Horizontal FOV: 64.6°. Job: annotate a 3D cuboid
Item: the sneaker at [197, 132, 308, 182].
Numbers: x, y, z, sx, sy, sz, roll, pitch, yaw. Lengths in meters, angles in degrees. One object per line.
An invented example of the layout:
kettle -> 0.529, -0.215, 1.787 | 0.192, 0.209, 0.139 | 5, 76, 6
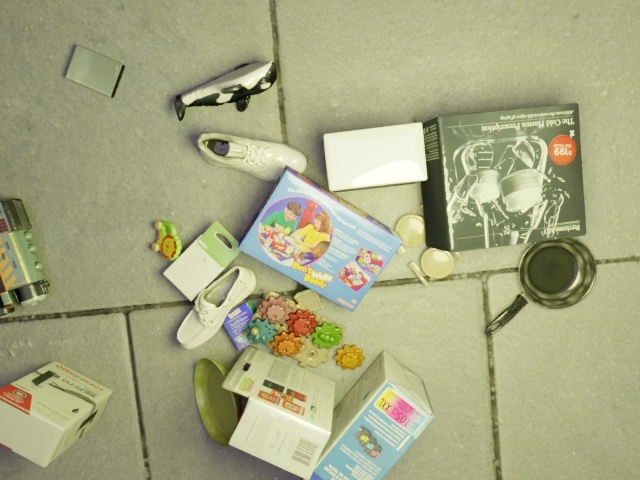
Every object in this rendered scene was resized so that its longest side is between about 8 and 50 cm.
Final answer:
sneaker -> -0.181, -0.215, 1.311 | 0.297, 0.129, 0.110 | 9, 94, 1

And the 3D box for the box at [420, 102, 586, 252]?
box -> 0.430, -0.149, 1.227 | 0.344, 0.179, 0.312 | -8, 96, -7

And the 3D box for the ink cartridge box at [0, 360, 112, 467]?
ink cartridge box -> -0.712, 0.444, 1.336 | 0.197, 0.273, 0.114 | 28, 93, 0

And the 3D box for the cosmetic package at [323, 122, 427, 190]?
cosmetic package -> 0.129, -0.197, 1.245 | 0.224, 0.224, 0.138 | -6, 95, 3

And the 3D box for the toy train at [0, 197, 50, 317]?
toy train -> -0.873, 0.040, 1.379 | 0.190, 0.142, 0.333 | -18, 94, -5

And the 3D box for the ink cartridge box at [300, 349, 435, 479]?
ink cartridge box -> 0.098, 0.502, 1.292 | 0.151, 0.270, 0.395 | 40, 96, 2

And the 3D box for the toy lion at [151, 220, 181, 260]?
toy lion -> -0.412, 0.002, 1.371 | 0.096, 0.034, 0.100 | 12, 96, 34

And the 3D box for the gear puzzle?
gear puzzle -> -0.033, 0.276, 1.360 | 0.339, 0.044, 0.175 | 29, 112, -14

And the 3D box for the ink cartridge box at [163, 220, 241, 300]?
ink cartridge box -> -0.311, 0.053, 1.377 | 0.209, 0.062, 0.109 | -44, 91, 6

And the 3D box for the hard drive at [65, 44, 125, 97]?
hard drive -> -0.606, -0.455, 1.365 | 0.135, 0.022, 0.094 | 23, 96, 1

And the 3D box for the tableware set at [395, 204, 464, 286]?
tableware set -> 0.277, 0.015, 1.350 | 0.128, 0.039, 0.194 | -37, 90, 14

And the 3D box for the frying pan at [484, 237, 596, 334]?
frying pan -> 0.591, 0.140, 1.338 | 0.197, 0.053, 0.326 | 25, 98, 1

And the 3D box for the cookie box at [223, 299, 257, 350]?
cookie box -> -0.210, 0.233, 1.399 | 0.092, 0.040, 0.107 | -29, 93, 7

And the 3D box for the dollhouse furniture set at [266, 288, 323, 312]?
dollhouse furniture set -> -0.069, 0.164, 1.368 | 0.152, 0.058, 0.076 | -20, 124, 10

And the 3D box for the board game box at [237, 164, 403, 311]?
board game box -> 0.000, 0.000, 1.292 | 0.347, 0.078, 0.233 | 31, 105, -13

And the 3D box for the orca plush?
orca plush -> -0.234, -0.367, 1.315 | 0.287, 0.151, 0.102 | -25, 125, 3

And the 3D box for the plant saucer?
plant saucer -> -0.271, 0.429, 1.360 | 0.037, 0.241, 0.240 | -10, 97, -39

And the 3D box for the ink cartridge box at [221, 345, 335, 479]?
ink cartridge box -> -0.113, 0.413, 1.277 | 0.272, 0.309, 0.130 | 24, 97, 2

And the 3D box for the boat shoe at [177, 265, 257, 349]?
boat shoe -> -0.295, 0.170, 1.352 | 0.098, 0.096, 0.277 | 40, 88, 29
